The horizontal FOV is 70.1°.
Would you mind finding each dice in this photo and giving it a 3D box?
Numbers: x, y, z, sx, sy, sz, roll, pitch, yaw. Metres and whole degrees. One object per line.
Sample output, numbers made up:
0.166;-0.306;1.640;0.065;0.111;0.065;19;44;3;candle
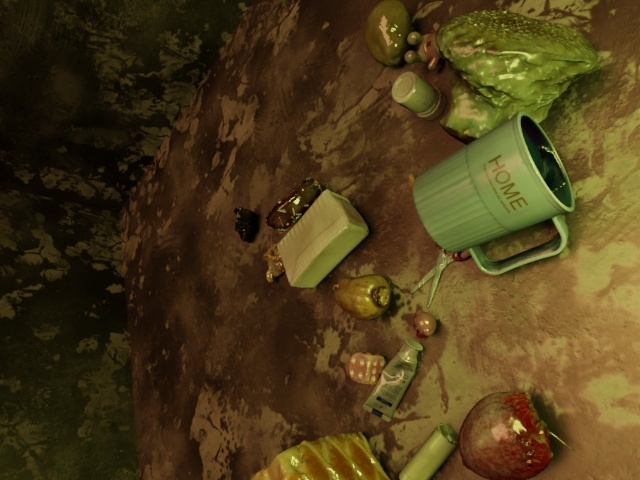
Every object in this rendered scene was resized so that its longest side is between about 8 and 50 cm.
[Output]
0.151;0.408;1.461;0.091;0.094;0.093;-3;78;51;dice

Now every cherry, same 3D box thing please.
0.427;0.476;1.085;0.250;0.175;0.192;-51;59;29;cherry

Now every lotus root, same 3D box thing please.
0.141;0.180;1.502;0.256;0.140;0.154;6;55;56;lotus root

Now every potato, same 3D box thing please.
0.242;-0.741;1.632;0.178;0.160;0.235;121;138;-79;potato

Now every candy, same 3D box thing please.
0.002;0.002;1.698;0.359;0.145;0.208;-47;48;28;candy

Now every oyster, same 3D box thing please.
-0.185;0.086;1.931;0.163;0.081;0.191;9;90;44;oyster

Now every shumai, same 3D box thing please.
0.475;-0.407;1.209;0.324;0.397;0.324;-100;12;-51;shumai

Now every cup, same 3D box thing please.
0.448;-0.111;1.173;0.311;0.331;0.257;-28;34;40;cup

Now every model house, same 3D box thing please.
-0.357;-0.069;2.120;0.106;0.165;0.152;-4;78;30;model house

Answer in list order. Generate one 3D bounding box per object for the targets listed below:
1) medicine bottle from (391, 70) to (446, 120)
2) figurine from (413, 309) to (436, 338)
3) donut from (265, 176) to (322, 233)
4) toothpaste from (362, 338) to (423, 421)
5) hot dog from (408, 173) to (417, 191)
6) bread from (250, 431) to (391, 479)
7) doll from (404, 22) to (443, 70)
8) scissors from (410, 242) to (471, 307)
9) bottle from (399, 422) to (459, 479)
0.315;-0.461;1.460;0.105;0.168;0.105;-15;69;45;medicine bottle
0.308;0.244;1.352;0.066;0.071;0.083;-16;70;-1;figurine
-0.103;-0.135;1.790;0.103;0.269;0.269;47;122;-1;donut
0.227;0.426;1.394;0.096;0.061;0.266;26;102;6;toothpaste
0.309;-0.174;1.492;0.034;0.030;0.090;-39;53;36;hot dog
0.025;0.776;1.293;0.279;0.371;0.390;-57;44;19;bread
0.407;-0.636;1.460;0.274;0.113;0.155;2;90;41;doll
0.359;0.080;1.382;0.144;0.017;0.248;44;113;45;scissors
0.299;0.602;1.262;0.202;0.072;0.072;-59;44;18;bottle
